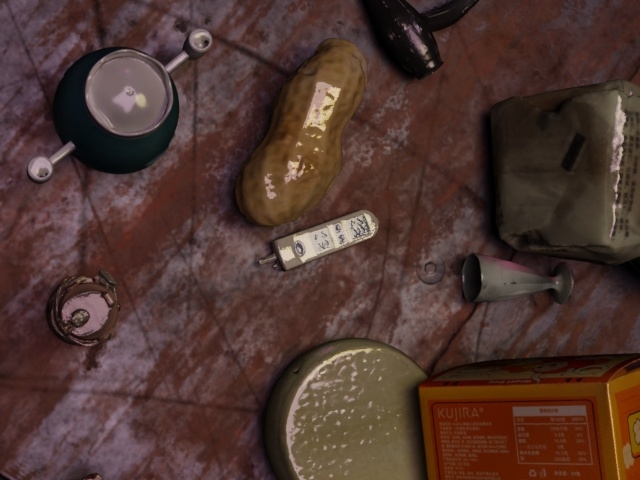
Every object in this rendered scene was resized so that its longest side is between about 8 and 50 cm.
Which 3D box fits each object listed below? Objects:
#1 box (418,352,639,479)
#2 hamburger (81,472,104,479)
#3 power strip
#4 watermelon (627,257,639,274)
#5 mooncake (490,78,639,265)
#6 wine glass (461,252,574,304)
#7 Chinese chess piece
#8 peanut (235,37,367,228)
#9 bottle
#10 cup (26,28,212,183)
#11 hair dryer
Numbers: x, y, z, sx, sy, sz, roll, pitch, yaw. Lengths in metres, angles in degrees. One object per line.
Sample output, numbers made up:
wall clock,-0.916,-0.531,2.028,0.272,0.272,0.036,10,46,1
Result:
box,0.320,0.261,1.502,0.260,0.284,0.213,-7,90,-51
hamburger,-0.313,0.388,1.445,0.166,0.087,0.137,-41,99,-14
power strip,0.000,0.000,1.600,0.191,0.030,0.047,-20,91,-18
watermelon,0.562,-0.040,1.666,0.269,0.269,0.268,1,86,-17
mooncake,0.360,-0.093,1.609,0.136,0.250,0.254,3,89,-35
wine glass,0.289,0.057,1.665,0.155,0.073,0.073,2,85,-19
Chinese chess piece,0.046,0.259,1.557,0.250,0.101,0.250,1,85,-17
peanut,-0.019,-0.146,1.556,0.130,0.130,0.290,25,80,-14
bottle,-0.297,0.088,1.438,0.099,0.152,0.098,2,84,-17
cup,-0.256,-0.174,1.460,0.300,0.173,0.167,-43,99,-16
hair dryer,0.165,-0.356,1.672,0.219,0.075,0.195,-30,86,-27
